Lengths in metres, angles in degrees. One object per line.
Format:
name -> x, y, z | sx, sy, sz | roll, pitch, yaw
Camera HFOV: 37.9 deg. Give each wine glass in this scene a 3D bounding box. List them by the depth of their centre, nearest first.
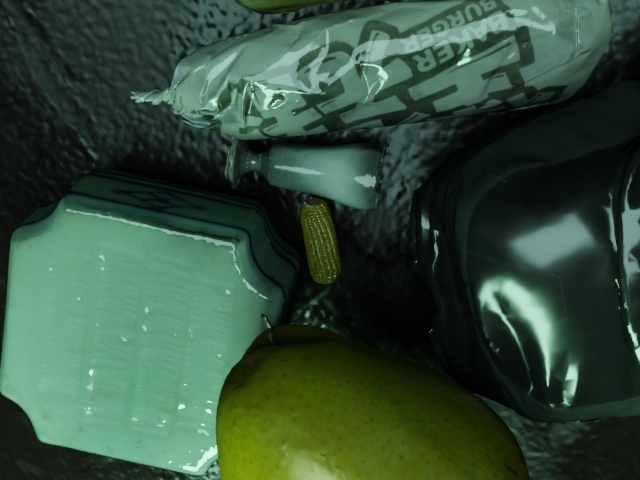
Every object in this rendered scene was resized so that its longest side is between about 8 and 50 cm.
wine glass -> -0.015, -0.073, 0.942 | 0.155, 0.072, 0.072 | 9, 109, 5

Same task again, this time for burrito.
burrito -> 0.042, -0.160, 0.875 | 0.445, 0.139, 0.101 | -8, 62, 9

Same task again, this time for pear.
pear -> 0.050, 0.219, 0.829 | 0.284, 0.285, 0.336 | -10, 128, 11

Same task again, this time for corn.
corn -> 0.000, 0.000, 0.983 | 0.037, 0.037, 0.092 | -7, 109, 10

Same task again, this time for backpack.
backpack -> 0.300, 0.005, 0.835 | 0.445, 0.255, 0.364 | -10, 103, 3

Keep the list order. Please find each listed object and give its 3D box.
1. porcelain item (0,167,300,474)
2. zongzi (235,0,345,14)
porcelain item -> -0.173, 0.081, 0.970 | 0.281, 0.157, 0.286 | 10, 108, 2
zongzi -> 0.041, -0.358, 0.827 | 0.273, 0.145, 0.300 | -2, 74, 25
